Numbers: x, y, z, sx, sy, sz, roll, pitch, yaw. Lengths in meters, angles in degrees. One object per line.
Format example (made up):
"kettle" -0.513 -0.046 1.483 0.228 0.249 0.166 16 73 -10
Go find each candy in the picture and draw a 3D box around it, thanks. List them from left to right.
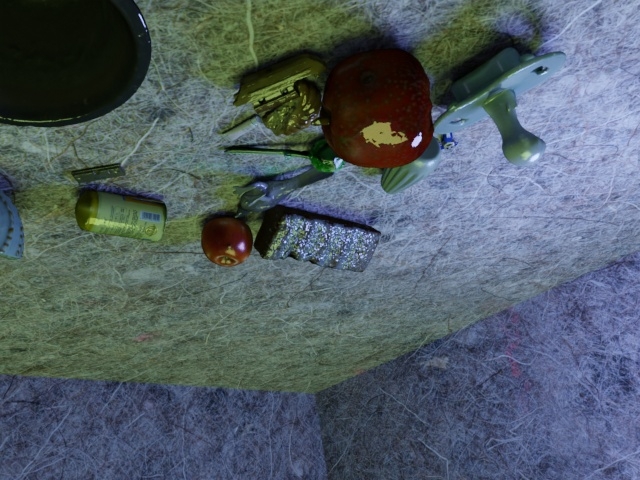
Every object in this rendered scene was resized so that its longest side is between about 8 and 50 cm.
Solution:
"candy" -0.091 -0.231 1.660 0.324 0.097 0.097 3 151 -6

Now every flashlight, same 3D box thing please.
"flashlight" 0.351 -0.286 1.730 0.057 0.035 0.121 -13 153 8

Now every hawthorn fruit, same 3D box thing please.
"hawthorn fruit" 0.119 -0.288 1.404 0.300 0.275 0.275 -13 154 -13

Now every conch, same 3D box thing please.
"conch" -0.887 -0.057 1.559 0.303 0.215 0.319 17 174 -32

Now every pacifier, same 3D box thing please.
"pacifier" 0.449 -0.302 1.502 0.343 0.269 0.288 -27 173 36

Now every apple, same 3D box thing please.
"apple" -0.290 0.006 1.948 0.164 0.139 0.163 -3 161 -1

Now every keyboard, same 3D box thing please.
"keyboard" -0.581 -0.175 1.645 0.129 0.015 0.049 -10 158 0

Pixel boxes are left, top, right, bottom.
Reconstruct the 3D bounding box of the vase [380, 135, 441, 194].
"vase" 0.240 -0.207 1.756 0.128 0.128 0.248 -1 160 -18

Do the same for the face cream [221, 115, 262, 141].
"face cream" -0.196 -0.279 1.571 0.115 0.020 0.038 -22 149 29

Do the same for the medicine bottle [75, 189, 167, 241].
"medicine bottle" -0.556 -0.070 1.744 0.239 0.124 0.124 11 146 -33

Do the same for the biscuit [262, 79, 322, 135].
"biscuit" -0.055 -0.310 1.517 0.118 0.061 0.183 5 149 -30

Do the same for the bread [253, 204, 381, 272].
"bread" 0.000 0.000 2.018 0.417 0.113 0.165 10 112 -35

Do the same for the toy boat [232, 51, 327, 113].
"toy boat" -0.091 -0.350 1.406 0.226 0.068 0.088 -19 124 10

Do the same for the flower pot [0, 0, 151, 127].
"flower pot" -0.469 -0.386 1.017 0.380 0.251 0.379 -10 152 -6

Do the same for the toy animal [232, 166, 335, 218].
"toy animal" -0.155 -0.135 1.781 0.367 0.081 0.206 -25 172 30
